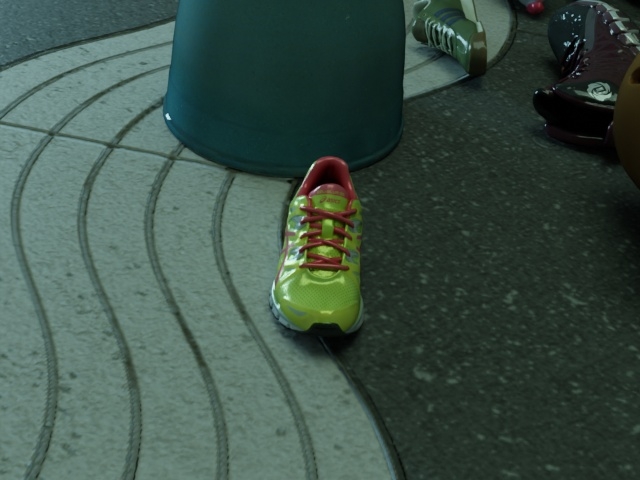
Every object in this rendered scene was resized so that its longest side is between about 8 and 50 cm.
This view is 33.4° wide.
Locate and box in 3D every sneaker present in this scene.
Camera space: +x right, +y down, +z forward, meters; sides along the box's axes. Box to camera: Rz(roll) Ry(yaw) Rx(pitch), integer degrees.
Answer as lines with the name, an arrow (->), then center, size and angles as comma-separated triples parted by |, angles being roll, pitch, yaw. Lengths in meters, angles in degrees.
sneaker -> 0.160, -0.263, 1.369 | 0.086, 0.064, 0.192 | -2, 35, 1
sneaker -> 0.000, 0.000, 0.928 | 0.082, 0.094, 0.208 | 4, 36, -6
sneaker -> 0.305, -0.198, 1.258 | 0.163, 0.106, 0.281 | -10, 39, -18

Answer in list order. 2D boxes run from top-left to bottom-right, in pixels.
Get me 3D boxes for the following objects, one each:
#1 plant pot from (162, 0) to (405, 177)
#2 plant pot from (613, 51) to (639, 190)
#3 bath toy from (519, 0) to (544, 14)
plant pot -> -0.031, -0.246, 1.136 | 0.272, 0.255, 0.271 | 4, 34, -3
plant pot -> 0.416, -0.103, 1.013 | 0.291, 0.290, 0.203 | -5, 19, -16
bath toy -> 0.427, -0.388, 1.541 | 0.348, 0.151, 0.129 | -1, 71, -11
